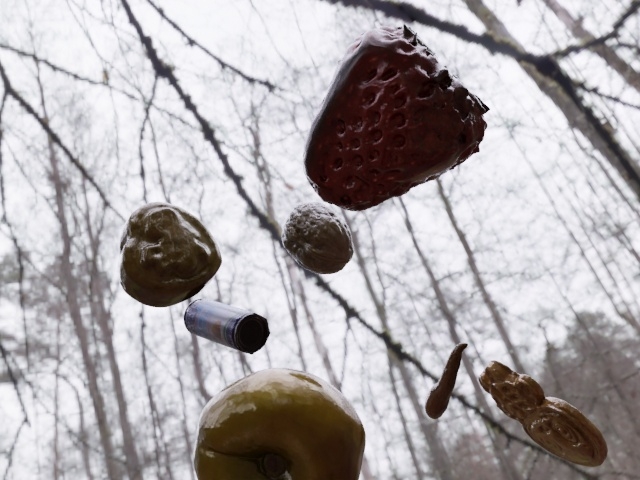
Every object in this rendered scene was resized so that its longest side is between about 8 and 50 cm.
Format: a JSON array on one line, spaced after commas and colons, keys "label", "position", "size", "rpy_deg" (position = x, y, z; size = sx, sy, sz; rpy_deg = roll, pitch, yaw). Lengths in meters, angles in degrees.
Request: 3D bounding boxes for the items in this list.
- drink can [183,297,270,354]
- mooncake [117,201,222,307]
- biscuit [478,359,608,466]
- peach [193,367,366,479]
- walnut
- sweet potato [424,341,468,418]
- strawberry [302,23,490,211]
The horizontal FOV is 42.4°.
[{"label": "drink can", "position": [-0.223, 0.197, 1.931], "size": [0.097, 0.097, 0.235], "rpy_deg": [17, -5, -40]}, {"label": "mooncake", "position": [-0.331, 0.032, 1.826], "size": [0.235, 0.234, 0.117], "rpy_deg": [1, -33, -27]}, {"label": "biscuit", "position": [0.440, 0.351, 1.654], "size": [0.044, 0.289, 0.202], "rpy_deg": [-48, -9, -24]}, {"label": "peach", "position": [-0.060, 0.303, 1.166], "size": [0.251, 0.251, 0.153], "rpy_deg": [-28, -9, 11]}, {"label": "walnut", "position": [-0.001, 0.000, 2.209], "size": [0.178, 0.230, 0.178], "rpy_deg": [-28, -43, -30]}, {"label": "sweet potato", "position": [0.264, 0.303, 1.747], "size": [0.050, 0.050, 0.214], "rpy_deg": [-1, -53, -24]}, {"label": "strawberry", "position": [0.122, -0.211, 1.585], "size": [0.317, 0.295, 0.345], "rpy_deg": [41, -77, -20]}]
